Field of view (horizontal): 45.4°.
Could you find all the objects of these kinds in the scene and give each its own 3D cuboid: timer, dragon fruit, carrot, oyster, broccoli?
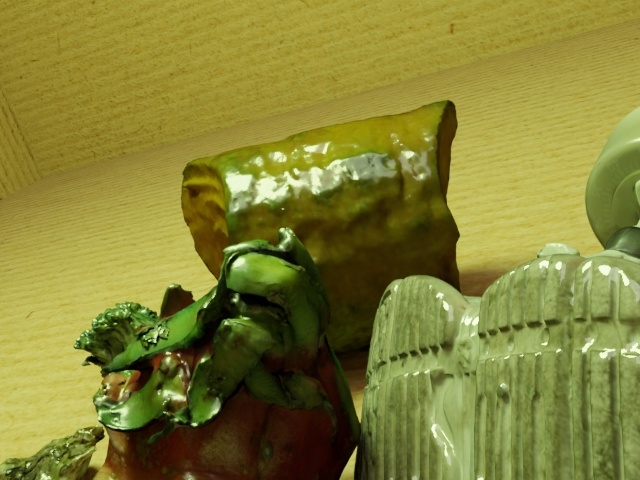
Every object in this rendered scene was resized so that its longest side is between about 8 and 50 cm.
[{"bbox_3d":[0.272,0.007,0.646,0.175,0.175,0.266,1,31,46],"label":"timer"},{"bbox_3d":[-0.076,0.122,0.509,0.200,0.269,0.198,-28,50,-17],"label":"dragon fruit"},{"bbox_3d":[0.000,0.000,0.808,0.340,0.242,0.241,-15,18,9],"label":"carrot"},{"bbox_3d":[-0.271,0.224,0.734,0.165,0.053,0.108,-27,8,-2],"label":"oyster"},{"bbox_3d":[-0.200,0.150,0.834,0.118,0.122,0.204,-33,32,4],"label":"broccoli"}]

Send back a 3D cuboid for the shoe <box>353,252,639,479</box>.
[{"bbox_3d":[0.150,0.119,0.475,0.198,0.172,0.351,13,-11,-16],"label":"shoe"}]
